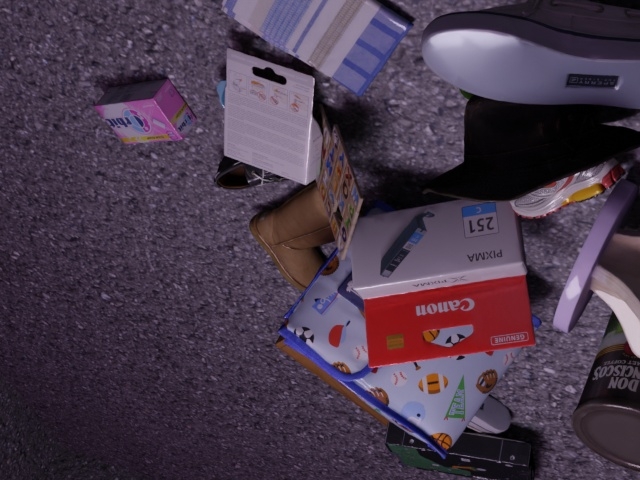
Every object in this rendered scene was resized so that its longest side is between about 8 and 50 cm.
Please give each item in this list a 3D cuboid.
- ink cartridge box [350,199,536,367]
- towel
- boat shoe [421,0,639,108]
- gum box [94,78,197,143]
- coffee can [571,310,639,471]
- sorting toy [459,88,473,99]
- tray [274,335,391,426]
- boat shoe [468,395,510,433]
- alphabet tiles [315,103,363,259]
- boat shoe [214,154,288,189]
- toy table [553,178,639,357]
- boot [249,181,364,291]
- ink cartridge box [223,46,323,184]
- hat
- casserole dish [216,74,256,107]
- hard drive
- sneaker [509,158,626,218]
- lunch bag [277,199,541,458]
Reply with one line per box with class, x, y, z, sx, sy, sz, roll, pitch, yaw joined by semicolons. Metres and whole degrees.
ink cartridge box;0.204;0.067;1.756;0.296;0.261;0.066;-10;156;15
towel;-0.012;-0.362;1.636;0.285;0.034;0.209;32;146;-5
boat shoe;0.320;-0.278;1.356;0.367;0.156;0.136;5;147;6
gum box;-0.352;-0.254;2.043;0.188;0.062;0.107;0;137;39
coffee can;0.567;0.229;1.754;0.201;0.275;0.201;21;147;15
sorting toy;0.265;-0.234;1.587;0.102;0.042;0.061;26;135;30
tray;0.105;0.322;2.467;0.411;0.076;0.203;37;148;-11
boat shoe;0.307;0.360;2.342;0.267;0.096;0.088;30;145;-14
alphabet tiles;0.023;-0.115;1.813;0.009;0.237;0.198;-10;150;-15
boat shoe;-0.108;-0.133;1.998;0.233;0.079;0.084;1;136;37
toy table;0.495;0.054;1.625;0.161;0.252;0.274;27;132;21
boot;0.000;0.000;2.087;0.236;0.089;0.269;43;145;-20
ink cartridge box;-0.083;-0.225;1.816;0.181;0.056;0.224;21;129;20
hat;0.290;-0.163;1.457;0.331;0.331;0.134;-2;110;41
casserole dish;-0.100;-0.243;1.874;0.188;0.037;0.114;32;148;-3
hard drive;0.338;0.512;2.455;0.339;0.064;0.237;5;156;17
sneaker;0.383;-0.104;1.642;0.093;0.088;0.225;56;144;-4
lunch bag;0.157;0.159;1.916;0.385;0.328;0.239;39;174;-8
